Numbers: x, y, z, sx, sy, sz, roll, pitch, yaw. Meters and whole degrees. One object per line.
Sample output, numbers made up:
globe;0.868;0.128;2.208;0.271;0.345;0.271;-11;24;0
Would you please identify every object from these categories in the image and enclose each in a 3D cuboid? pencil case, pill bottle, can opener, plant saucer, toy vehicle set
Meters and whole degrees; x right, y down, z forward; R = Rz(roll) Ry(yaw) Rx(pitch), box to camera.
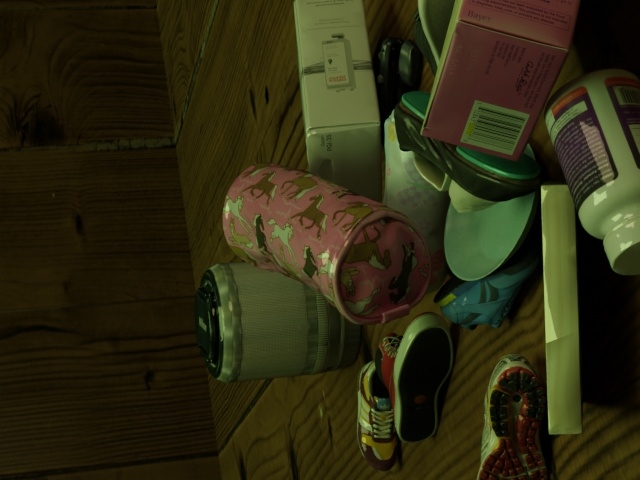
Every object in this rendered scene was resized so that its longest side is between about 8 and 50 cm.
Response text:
pencil case;0.139;-0.058;1.808;0.113;0.124;0.273;-51;-26;-57
pill bottle;0.303;-0.067;1.277;0.108;0.108;0.194;112;150;-56
can opener;0.113;-0.228;1.968;0.073;0.059;0.186;-119;31;-55
plant saucer;0.226;-0.037;1.601;0.195;0.037;0.195;-47;33;44
toy vehicle set;0.271;0.067;1.411;0.166;0.035;0.267;-16;-76;-77
pencil case;0.000;0.000;1.796;0.160;0.167;0.386;-55;30;-6

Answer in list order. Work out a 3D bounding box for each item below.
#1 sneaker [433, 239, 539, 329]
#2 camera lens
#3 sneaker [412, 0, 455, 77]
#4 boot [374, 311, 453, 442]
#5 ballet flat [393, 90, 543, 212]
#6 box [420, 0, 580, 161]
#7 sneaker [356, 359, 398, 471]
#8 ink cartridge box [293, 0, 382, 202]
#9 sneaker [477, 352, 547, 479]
sneaker;0.233;0.063;1.647;0.082;0.069;0.209;44;146;-6
camera lens;-0.084;0.144;2.334;0.219;0.274;0.220;176;90;-74
sneaker;0.161;-0.304;1.619;0.147;0.104;0.296;-113;5;-45
boot;0.133;0.168;1.949;0.176;0.088;0.244;-110;19;-47
ballet flat;0.182;-0.096;1.576;0.280;0.095;0.096;47;136;52
box;0.205;-0.249;1.355;0.213;0.117;0.243;102;-176;-62
sneaker;0.098;0.292;2.113;0.084;0.069;0.186;134;130;-75
ink cartridge box;0.028;-0.219;2.019;0.207;0.117;0.283;85;180;-54
sneaker;0.247;0.247;1.611;0.093;0.088;0.225;-81;-5;-65
